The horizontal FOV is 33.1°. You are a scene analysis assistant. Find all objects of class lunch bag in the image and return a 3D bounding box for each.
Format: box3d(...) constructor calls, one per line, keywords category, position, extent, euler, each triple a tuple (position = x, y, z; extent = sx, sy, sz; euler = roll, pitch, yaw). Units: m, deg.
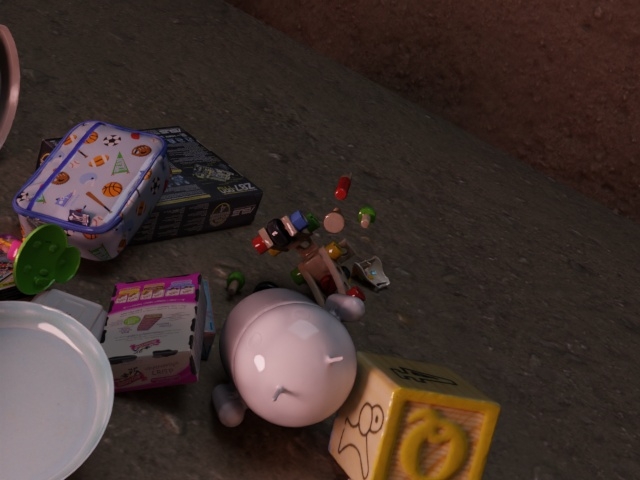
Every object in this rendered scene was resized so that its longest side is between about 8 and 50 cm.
box3d(category="lunch bag", position=(-0.447, -0.101, 2.095), extent=(0.243, 0.115, 0.303), euler=(17, 49, 17))

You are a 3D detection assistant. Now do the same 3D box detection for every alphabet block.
box3d(category="alphabet block", position=(0.146, 0.305, 1.737), extent=(0.193, 0.192, 0.197), euler=(10, 9, -19))

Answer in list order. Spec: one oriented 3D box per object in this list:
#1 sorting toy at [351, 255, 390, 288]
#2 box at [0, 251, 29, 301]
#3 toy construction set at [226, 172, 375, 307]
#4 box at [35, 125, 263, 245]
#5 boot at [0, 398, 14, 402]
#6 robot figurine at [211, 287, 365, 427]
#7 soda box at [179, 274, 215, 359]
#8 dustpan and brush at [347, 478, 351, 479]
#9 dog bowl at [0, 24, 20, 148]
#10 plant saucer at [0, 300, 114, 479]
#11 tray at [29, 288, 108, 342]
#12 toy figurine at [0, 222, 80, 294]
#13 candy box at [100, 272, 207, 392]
box3d(category="sorting toy", position=(0.116, 0.078, 2.394), extent=(0.075, 0.045, 0.083), euler=(41, 31, 22))
box3d(category="box", position=(-0.596, 0.072, 1.861), extent=(0.114, 0.036, 0.207), euler=(34, 28, 25))
box3d(category="toy construction set", position=(0.000, 0.000, 2.186), extent=(0.257, 0.308, 0.237), euler=(28, 20, -4))
box3d(category="box", position=(-0.370, -0.131, 2.366), extent=(0.318, 0.097, 0.395), euler=(35, 30, 30))
box3d(category="boot", position=(-0.479, 0.214, 1.646), extent=(0.190, 0.076, 0.208), euler=(20, 19, -5))
box3d(category="robot figurine", position=(-0.056, 0.190, 1.780), extent=(0.200, 0.300, 0.353), euler=(48, -5, -13))
box3d(category="soda box", position=(-0.233, 0.139, 1.976), extent=(0.058, 0.063, 0.183), euler=(11, 28, -16))
box3d(category="dustpan and brush", position=(0.070, 0.446, 1.628), extent=(0.147, 0.060, 0.211), euler=(17, 17, 18))
box3d(category="dog bowl", position=(-0.739, -0.294, 2.144), extent=(0.102, 0.348, 0.349), euler=(15, 24, 14))
box3d(category="plant saucer", position=(-0.449, 0.229, 1.514), extent=(0.318, 0.043, 0.317), euler=(3, 55, -4))
box3d(category="tray", position=(-0.428, 0.134, 1.794), extent=(0.145, 0.030, 0.270), euler=(20, 10, -6))
box3d(category="toy figurine", position=(-0.532, 0.009, 1.885), extent=(0.159, 0.130, 0.173), euler=(22, 2, 24))
box3d(category="candy box", position=(-0.280, 0.153, 1.821), extent=(0.159, 0.071, 0.233), euler=(-7, 30, 3))
